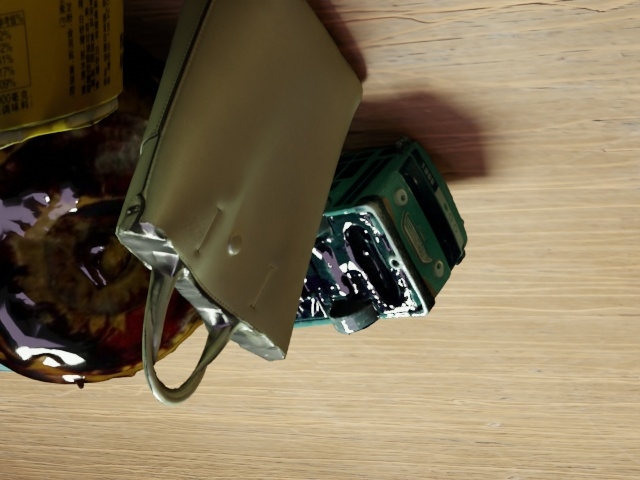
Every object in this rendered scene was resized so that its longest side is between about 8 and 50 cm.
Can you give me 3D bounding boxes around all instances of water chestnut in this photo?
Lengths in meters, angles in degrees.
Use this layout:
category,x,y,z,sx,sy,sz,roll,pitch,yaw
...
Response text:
category,x,y,z,sx,sy,sz,roll,pitch,yaw
water chestnut,-0.214,-0.035,1.360,0.300,0.300,0.300,11,156,5

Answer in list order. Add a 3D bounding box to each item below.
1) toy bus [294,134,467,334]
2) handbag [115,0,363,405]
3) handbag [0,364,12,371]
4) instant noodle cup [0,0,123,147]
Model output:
category,x,y,z,sx,sy,sz,roll,pitch,yaw
toy bus,0.000,0.000,1.458,0.256,0.147,0.128,-9,119,40
handbag,-0.061,-0.026,1.231,0.109,0.315,0.241,-2,153,26
handbag,-0.361,0.110,2.013,0.221,0.057,0.144,2,149,24
instant noodle cup,-0.243,-0.183,0.886,0.326,0.254,0.325,-6,-166,1
